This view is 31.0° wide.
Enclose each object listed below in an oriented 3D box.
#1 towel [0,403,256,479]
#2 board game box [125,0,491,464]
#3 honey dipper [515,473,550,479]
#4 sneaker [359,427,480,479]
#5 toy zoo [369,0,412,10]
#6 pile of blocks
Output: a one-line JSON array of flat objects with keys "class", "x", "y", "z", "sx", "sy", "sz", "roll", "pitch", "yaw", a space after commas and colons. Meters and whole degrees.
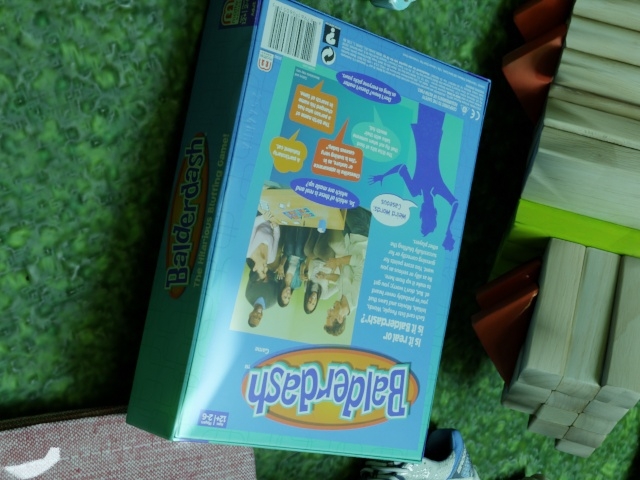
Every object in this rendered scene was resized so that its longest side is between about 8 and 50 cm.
[{"class": "towel", "x": -0.120, "y": 0.245, "z": 0.529, "sx": 0.237, "sy": 0.037, "sz": 0.329, "roll": -3, "pitch": 85, "yaw": -35}, {"class": "board game box", "x": 0.000, "y": 0.000, "z": 0.580, "sx": 0.160, "sy": 0.047, "sz": 0.210, "roll": 15, "pitch": 84, "yaw": -39}, {"class": "honey dipper", "x": 0.083, "y": 0.182, "z": 0.737, "sx": 0.161, "sy": 0.030, "sz": 0.030, "roll": -9, "pitch": 109, "yaw": -30}, {"class": "sneaker", "x": 0.038, "y": 0.149, "z": 0.684, "sx": 0.135, "sy": 0.052, "sz": 0.058, "roll": -20, "pitch": 106, "yaw": -39}, {"class": "toy zoo", "x": 0.070, "y": -0.261, "z": 0.582, "sx": 0.192, "sy": 0.030, "sz": 0.293, "roll": 9, "pitch": 99, "yaw": -38}, {"class": "pile of blocks", "x": 0.151, "y": -0.062, "z": 0.677, "sx": 0.113, "sy": 0.149, "sz": 0.362, "roll": 16, "pitch": 84, "yaw": 4}]
